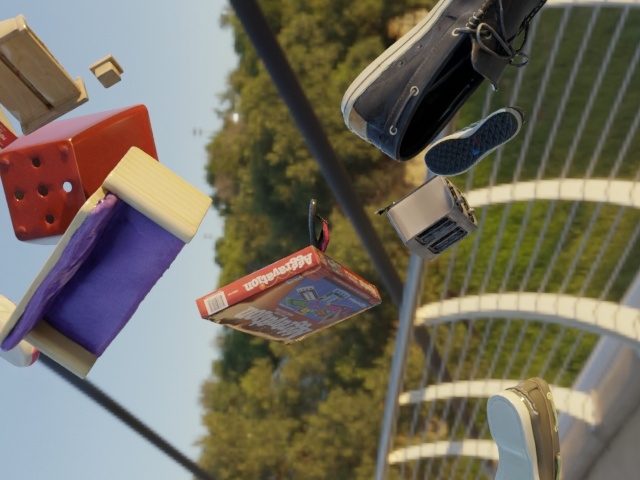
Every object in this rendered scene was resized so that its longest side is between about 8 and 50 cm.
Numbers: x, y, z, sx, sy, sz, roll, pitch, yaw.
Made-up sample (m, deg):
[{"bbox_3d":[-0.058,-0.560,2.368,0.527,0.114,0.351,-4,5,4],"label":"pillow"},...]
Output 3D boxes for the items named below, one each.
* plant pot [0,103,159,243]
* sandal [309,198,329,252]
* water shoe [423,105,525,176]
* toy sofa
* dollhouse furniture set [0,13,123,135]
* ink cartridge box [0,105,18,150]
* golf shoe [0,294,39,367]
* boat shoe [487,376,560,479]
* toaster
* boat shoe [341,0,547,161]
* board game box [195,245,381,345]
[{"bbox_3d":[-0.497,-0.118,1.877,0.236,0.267,0.267,-31,-68,-67],"label":"plant pot"},{"bbox_3d":[0.000,0.000,1.872,0.067,0.040,0.179,-92,-3,-72],"label":"sandal"},{"bbox_3d":[0.284,-0.176,1.674,0.080,0.203,0.073,-31,-85,-55],"label":"water shoe"},{"bbox_3d":[-0.327,0.053,1.381,0.362,0.150,0.177,-48,12,31],"label":"toy sofa"},{"bbox_3d":[-0.579,-0.340,1.588,0.173,0.356,0.303,66,-175,36],"label":"dollhouse furniture set"},{"bbox_3d":[-0.554,-0.164,1.431,0.099,0.135,0.056,52,177,29],"label":"ink cartridge box"},{"bbox_3d":[-0.633,0.128,1.620,0.115,0.306,0.140,-38,11,37],"label":"golf shoe"},{"bbox_3d":[0.342,0.364,1.498,0.109,0.091,0.305,21,129,52],"label":"boat shoe"},{"bbox_3d":[0.254,-0.052,2.143,0.168,0.186,0.110,32,-153,-56],"label":"toaster"},{"bbox_3d":[0.253,-0.321,1.489,0.156,0.500,0.187,54,-166,29],"label":"boat shoe"},{"bbox_3d":[-0.027,0.074,1.110,0.027,0.145,0.281,69,-168,18],"label":"board game box"}]
